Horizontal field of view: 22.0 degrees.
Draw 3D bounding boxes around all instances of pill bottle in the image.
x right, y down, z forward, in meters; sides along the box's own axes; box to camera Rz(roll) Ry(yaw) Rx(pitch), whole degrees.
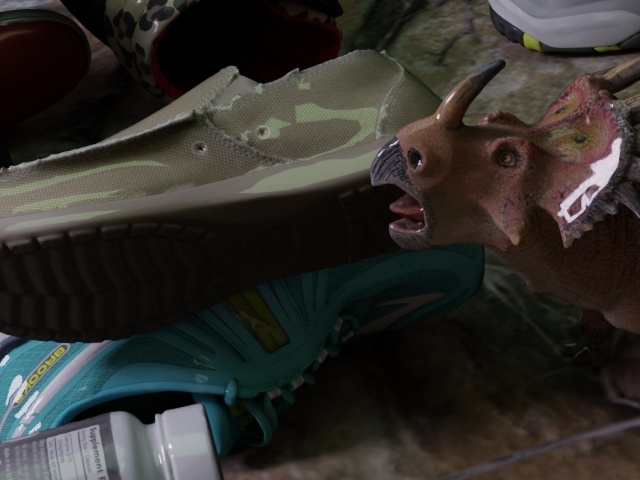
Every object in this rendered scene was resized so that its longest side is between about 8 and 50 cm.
[{"bbox_3d":[-0.111,0.121,0.744,0.137,0.078,0.078,-14,29,-5],"label":"pill bottle"}]

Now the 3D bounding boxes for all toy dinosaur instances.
[{"bbox_3d":[0.172,-0.031,0.786,0.127,0.200,0.296,15,38,39],"label":"toy dinosaur"}]

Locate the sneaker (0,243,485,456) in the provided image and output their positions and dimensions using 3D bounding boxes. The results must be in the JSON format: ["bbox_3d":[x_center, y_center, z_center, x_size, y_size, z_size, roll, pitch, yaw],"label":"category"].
[{"bbox_3d":[-0.039,0.059,0.840,0.275,0.107,0.110,-20,49,-6],"label":"sneaker"}]

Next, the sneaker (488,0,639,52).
[{"bbox_3d":[0.304,-0.225,1.143,0.385,0.147,0.145,-6,27,7],"label":"sneaker"}]

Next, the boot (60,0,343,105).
[{"bbox_3d":[-0.093,-0.203,1.237,0.284,0.138,0.377,42,19,30],"label":"boot"}]

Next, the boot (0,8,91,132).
[{"bbox_3d":[-0.267,-0.072,1.148,0.244,0.088,0.176,-23,30,-4],"label":"boot"}]

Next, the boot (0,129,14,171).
[{"bbox_3d":[-0.288,-0.069,0.768,0.146,0.445,0.367,0,31,21],"label":"boot"}]

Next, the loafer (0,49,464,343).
[{"bbox_3d":[-0.058,-0.025,0.786,0.269,0.102,0.092,-11,56,-12],"label":"loafer"}]
